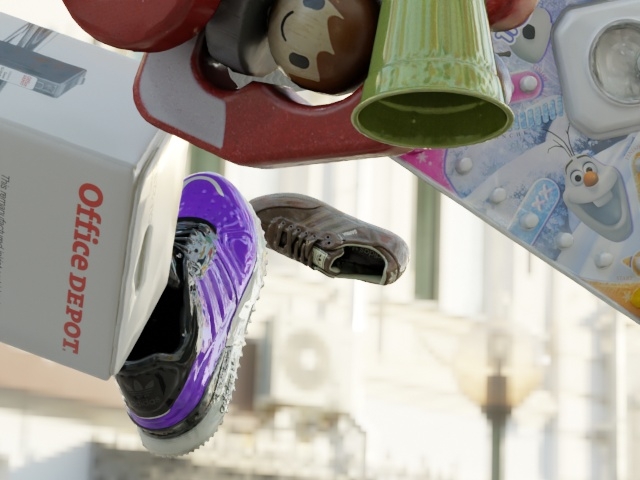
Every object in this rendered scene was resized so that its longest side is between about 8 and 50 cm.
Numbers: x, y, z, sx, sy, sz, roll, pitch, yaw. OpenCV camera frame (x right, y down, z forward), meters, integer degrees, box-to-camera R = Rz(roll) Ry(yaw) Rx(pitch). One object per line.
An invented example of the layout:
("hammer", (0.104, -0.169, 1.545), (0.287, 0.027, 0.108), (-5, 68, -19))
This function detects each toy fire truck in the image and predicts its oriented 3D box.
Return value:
("toy fire truck", (0.014, -0.179, 1.079), (0.254, 0.302, 0.169), (25, 11, 27))

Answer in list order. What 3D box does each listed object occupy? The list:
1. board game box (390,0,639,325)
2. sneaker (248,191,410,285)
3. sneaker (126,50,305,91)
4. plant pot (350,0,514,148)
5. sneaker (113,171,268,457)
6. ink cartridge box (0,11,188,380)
("board game box", (0.282, -0.164, 1.750), (0.390, 0.390, 0.050), (33, -9, -11))
("sneaker", (0.000, 0.000, 1.998), (0.188, 0.066, 0.071), (14, 24, 8))
("sneaker", (-0.076, -0.198, 1.828), (0.256, 0.151, 0.094), (-20, -56, 3))
("plant pot", (0.059, -0.098, 0.982), (0.083, 0.079, 0.083), (2, -18, 1))
("sneaker", (-0.125, 0.031, 1.683), (0.102, 0.293, 0.146), (-10, -41, 19))
("ink cartridge box", (-0.233, -0.047, 1.281), (0.273, 0.114, 0.197), (20, -47, 8))
